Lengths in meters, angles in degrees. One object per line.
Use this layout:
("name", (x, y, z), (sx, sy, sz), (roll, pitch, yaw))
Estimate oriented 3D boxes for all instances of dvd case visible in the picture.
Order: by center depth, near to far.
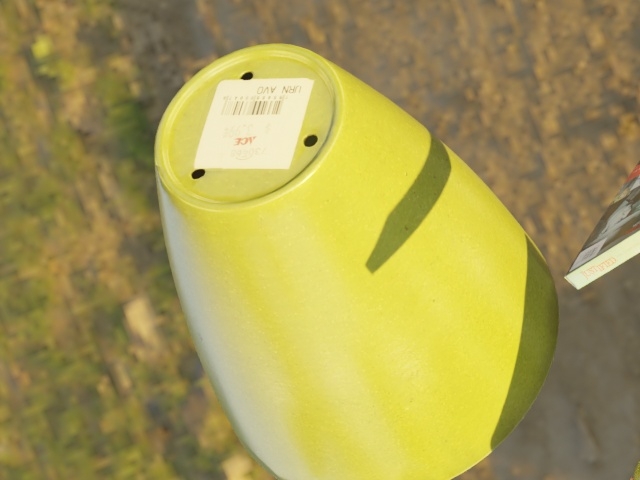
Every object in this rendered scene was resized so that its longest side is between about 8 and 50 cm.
("dvd case", (0.182, -0.030, 1.033), (0.013, 0.119, 0.087), (45, 141, -6))

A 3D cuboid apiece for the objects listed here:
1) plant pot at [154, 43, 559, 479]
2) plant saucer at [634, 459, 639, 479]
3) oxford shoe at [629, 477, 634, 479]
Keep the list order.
("plant pot", (0.000, 0.000, 1.393), (0.275, 0.275, 0.293), (47, 174, 39))
("plant saucer", (0.288, 0.123, 1.166), (0.188, 0.045, 0.188), (33, 116, 28))
("oxford shoe", (0.229, 0.204, 1.307), (0.146, 0.397, 0.140), (41, 164, 3))
